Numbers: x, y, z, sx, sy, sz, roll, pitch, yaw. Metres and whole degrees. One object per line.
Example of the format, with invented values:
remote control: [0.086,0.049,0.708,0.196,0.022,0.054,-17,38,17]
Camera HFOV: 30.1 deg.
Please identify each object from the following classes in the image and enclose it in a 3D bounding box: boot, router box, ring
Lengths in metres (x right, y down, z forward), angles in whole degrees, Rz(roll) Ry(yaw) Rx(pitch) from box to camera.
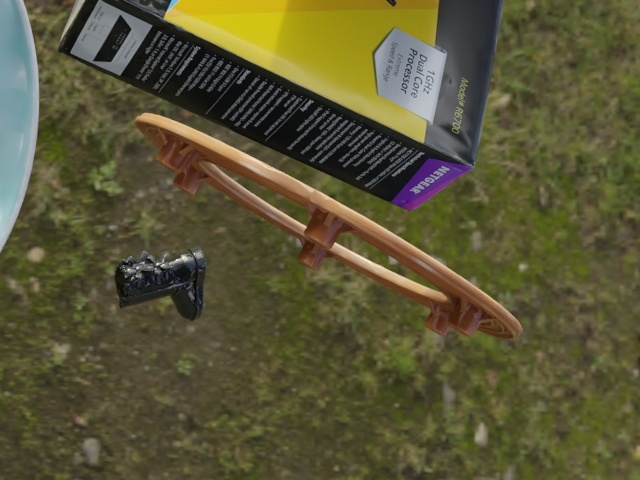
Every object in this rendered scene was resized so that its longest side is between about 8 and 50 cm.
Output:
boot: [-0.185,0.057,1.370,0.099,0.045,0.121,-15,143,-23]
router box: [0.001,-0.116,0.416,0.133,0.046,0.178,23,60,-18]
ring: [0.000,0.000,0.921,0.337,0.337,0.032,33,85,-38]

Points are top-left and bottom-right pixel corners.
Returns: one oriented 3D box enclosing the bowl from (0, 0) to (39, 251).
bowl: [-0.347,-0.091,0.788,0.311,0.163,0.311,10,90,-67]
